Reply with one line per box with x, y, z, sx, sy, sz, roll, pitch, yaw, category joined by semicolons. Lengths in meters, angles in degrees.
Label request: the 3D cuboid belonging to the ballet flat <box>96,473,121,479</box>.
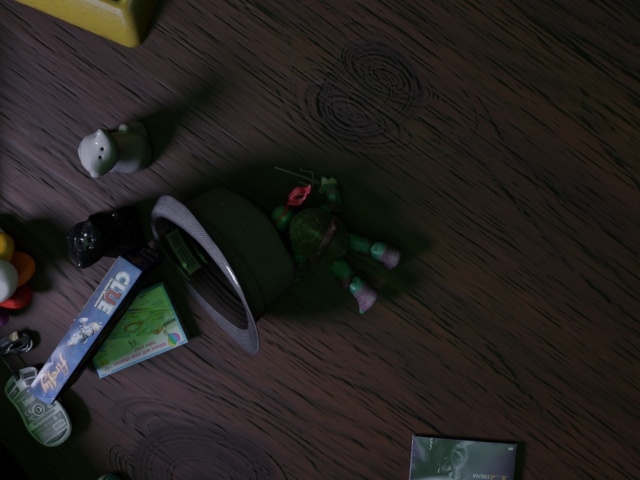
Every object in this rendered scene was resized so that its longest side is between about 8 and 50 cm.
-0.298;0.442;1.928;0.168;0.057;0.052;49;125;1;ballet flat

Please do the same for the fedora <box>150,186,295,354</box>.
-0.130;0.023;1.789;0.124;0.243;0.275;-36;56;-20;fedora

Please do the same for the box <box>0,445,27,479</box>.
-0.700;0.496;1.833;0.472;0.297;0.480;-38;93;9;box

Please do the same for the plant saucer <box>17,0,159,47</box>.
-0.352;-0.487;1.747;0.333;0.081;0.332;21;99;-19;plant saucer

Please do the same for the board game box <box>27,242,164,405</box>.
-0.332;0.121;1.799;0.042;0.165;0.243;35;98;-1;board game box

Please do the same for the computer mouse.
-0.461;0.240;1.912;0.106;0.042;0.193;-34;88;2;computer mouse

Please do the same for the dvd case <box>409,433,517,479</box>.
0.219;0.421;1.904;0.164;0.018;0.221;4;97;3;dvd case

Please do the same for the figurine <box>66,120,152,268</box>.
-0.317;-0.070;1.780;0.092;0.209;0.215;8;97;2;figurine

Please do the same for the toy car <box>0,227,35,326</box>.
-0.519;0.074;1.857;0.182;0.159;0.136;-39;130;6;toy car

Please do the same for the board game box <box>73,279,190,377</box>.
-0.295;0.139;1.896;0.154;0.026;0.103;-22;95;6;board game box

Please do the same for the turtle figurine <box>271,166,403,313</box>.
0.000;0.000;1.823;0.234;0.118;0.175;33;97;-7;turtle figurine
